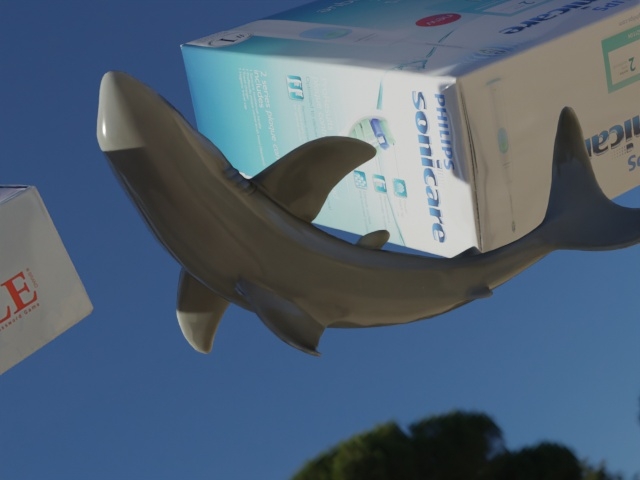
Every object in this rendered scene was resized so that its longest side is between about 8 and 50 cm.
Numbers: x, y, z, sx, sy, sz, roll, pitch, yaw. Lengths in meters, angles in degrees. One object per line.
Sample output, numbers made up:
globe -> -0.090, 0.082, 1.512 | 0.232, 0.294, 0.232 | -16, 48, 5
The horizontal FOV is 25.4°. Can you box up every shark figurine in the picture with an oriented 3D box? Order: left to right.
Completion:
shark figurine -> 0.021, 0.018, 0.714 | 0.278, 0.116, 0.166 | 6, -64, -6

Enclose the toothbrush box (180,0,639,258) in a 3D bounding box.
toothbrush box -> 0.077, -0.099, 0.998 | 0.216, 0.295, 0.126 | -24, -65, -32

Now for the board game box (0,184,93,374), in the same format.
board game box -> -0.308, 0.076, 0.620 | 0.319, 0.318, 0.066 | -36, -68, -30
